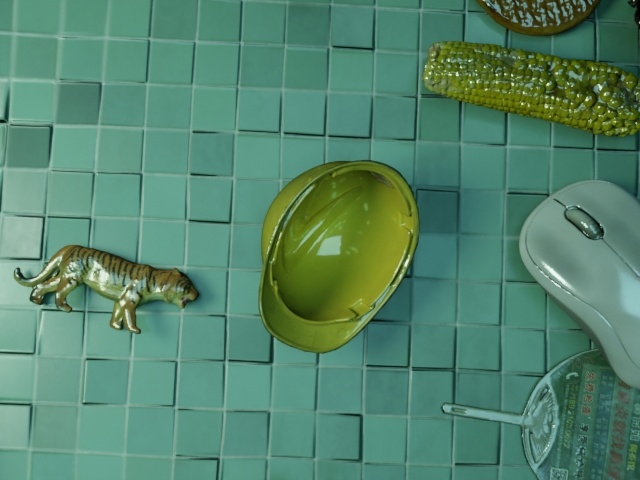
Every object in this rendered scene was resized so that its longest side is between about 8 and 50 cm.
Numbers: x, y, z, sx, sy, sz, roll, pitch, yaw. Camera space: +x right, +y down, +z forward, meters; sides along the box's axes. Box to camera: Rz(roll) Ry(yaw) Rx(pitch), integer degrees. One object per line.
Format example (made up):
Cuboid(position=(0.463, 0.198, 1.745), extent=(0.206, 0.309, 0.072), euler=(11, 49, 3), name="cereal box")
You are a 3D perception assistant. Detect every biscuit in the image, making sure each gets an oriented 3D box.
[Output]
Cuboid(position=(0.303, -0.388, 1.347), extent=(0.212, 0.036, 0.212), euler=(0, 86, -3), name="biscuit")

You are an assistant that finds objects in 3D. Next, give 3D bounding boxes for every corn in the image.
Cuboid(position=(0.296, -0.207, 1.304), extent=(0.319, 0.097, 0.097), euler=(11, 84, -1), name="corn")

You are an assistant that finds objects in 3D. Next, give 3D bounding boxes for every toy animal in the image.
Cuboid(position=(-0.284, 0.061, 1.273), extent=(0.241, 0.057, 0.099), euler=(18, 78, 1), name="toy animal")

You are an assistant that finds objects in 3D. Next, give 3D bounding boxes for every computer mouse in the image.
Cuboid(position=(0.397, 0.057, 1.268), extent=(0.184, 0.121, 0.297), euler=(-32, 86, -3), name="computer mouse")

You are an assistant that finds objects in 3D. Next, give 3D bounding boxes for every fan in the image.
Cuboid(position=(0.337, 0.276, 1.302), extent=(0.294, 0.012, 0.223), euler=(-20, 87, -4), name="fan")

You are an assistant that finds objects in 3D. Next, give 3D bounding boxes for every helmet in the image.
Cuboid(position=(0.000, 0.000, 1.248), extent=(0.205, 0.140, 0.257), euler=(26, 97, -32), name="helmet")

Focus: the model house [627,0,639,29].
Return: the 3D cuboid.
Cuboid(position=(0.565, -0.394, 1.262), extent=(0.317, 0.297, 0.282), euler=(27, 40, 5), name="model house")
